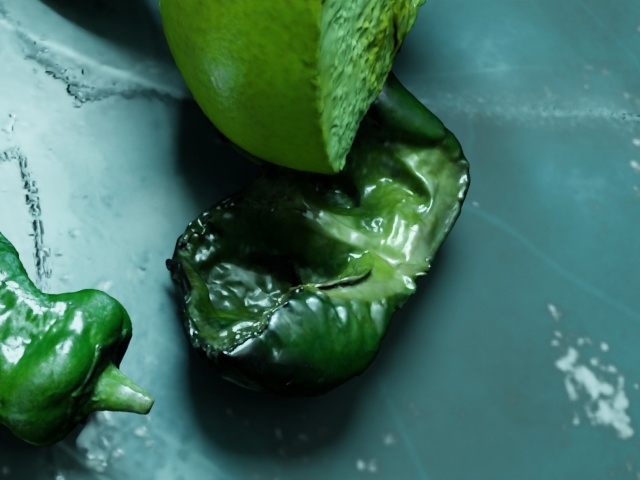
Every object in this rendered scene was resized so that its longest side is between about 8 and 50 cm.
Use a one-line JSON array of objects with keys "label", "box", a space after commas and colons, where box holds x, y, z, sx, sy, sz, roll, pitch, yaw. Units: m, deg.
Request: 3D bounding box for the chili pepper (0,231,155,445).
[{"label": "chili pepper", "box": [-0.221, 0.037, 0.998, 0.270, 0.099, 0.136, 32, 48, 1]}]

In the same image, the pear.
[{"label": "pear", "box": [-0.018, -0.215, 1.036, 0.159, 0.292, 0.292, 20, 55, 16]}]

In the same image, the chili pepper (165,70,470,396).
[{"label": "chili pepper", "box": [-0.005, 0.005, 1.110, 0.148, 0.116, 0.264, 38, 56, -14]}]
